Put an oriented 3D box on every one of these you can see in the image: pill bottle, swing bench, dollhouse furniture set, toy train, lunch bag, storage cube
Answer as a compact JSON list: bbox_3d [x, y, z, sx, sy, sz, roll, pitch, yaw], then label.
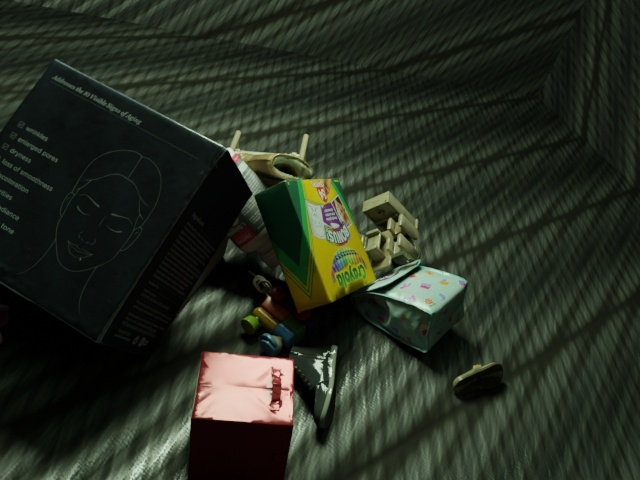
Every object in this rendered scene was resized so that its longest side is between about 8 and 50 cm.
[{"bbox_3d":[-0.198,-0.080,1.816,0.318,0.176,0.176,46,31,-13],"label":"pill bottle"},{"bbox_3d":[-0.179,-0.242,2.182,0.253,0.165,0.255,5,24,4],"label":"swing bench"},{"bbox_3d":[0.203,0.002,2.032,0.161,0.212,0.242,41,43,-34],"label":"dollhouse furniture set"},{"bbox_3d":[-0.149,0.185,1.724,0.248,0.105,0.143,36,50,25],"label":"toy train"},{"bbox_3d":[0.247,0.164,1.893,0.262,0.160,0.223,23,35,32],"label":"lunch bag"},{"bbox_3d":[-0.159,0.360,1.360,0.193,0.215,0.184,7,35,-7],"label":"storage cube"}]

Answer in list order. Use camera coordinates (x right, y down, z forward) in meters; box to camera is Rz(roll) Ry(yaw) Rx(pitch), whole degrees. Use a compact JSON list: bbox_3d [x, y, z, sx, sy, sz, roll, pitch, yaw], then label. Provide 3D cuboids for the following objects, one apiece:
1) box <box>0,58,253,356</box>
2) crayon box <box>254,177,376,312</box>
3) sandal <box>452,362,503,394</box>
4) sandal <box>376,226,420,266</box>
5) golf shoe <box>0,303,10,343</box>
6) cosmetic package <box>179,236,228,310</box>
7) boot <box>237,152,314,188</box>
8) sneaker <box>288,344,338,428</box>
[{"bbox_3d":[-0.494,-0.067,1.521,0.480,0.472,0.297,29,-10,14],"label":"box"},{"bbox_3d":[0.000,0.000,1.778,0.363,0.106,0.313,-15,83,-67],"label":"crayon box"},{"bbox_3d":[0.413,0.359,1.782,0.180,0.072,0.049,-8,20,-29],"label":"sandal"},{"bbox_3d":[0.262,-0.003,2.203,0.086,0.120,0.303,34,25,-32],"label":"sandal"},{"bbox_3d":[-0.735,0.212,1.373,0.140,0.115,0.306,14,34,-14],"label":"golf shoe"},{"bbox_3d":[-0.375,0.047,1.788,0.160,0.113,0.309,22,34,4],"label":"cosmetic package"},{"bbox_3d":[-0.096,-0.186,1.877,0.236,0.089,0.269,9,1,-32],"label":"boot"},{"bbox_3d":[-0.024,0.343,1.586,0.118,0.083,0.222,1,40,7],"label":"sneaker"}]
